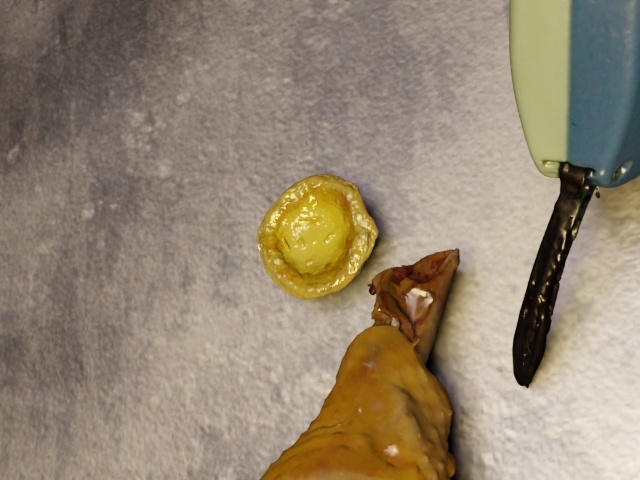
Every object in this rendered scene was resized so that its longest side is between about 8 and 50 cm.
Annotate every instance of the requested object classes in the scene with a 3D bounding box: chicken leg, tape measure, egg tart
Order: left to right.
[{"bbox_3d":[0.000,0.000,0.779,0.105,0.039,0.105,-11,66,25],"label":"egg tart"},{"bbox_3d":[0.066,0.189,0.621,0.295,0.182,0.410,4,57,21],"label":"chicken leg"},{"bbox_3d":[0.193,-0.089,0.657,0.097,0.215,0.352,15,123,31],"label":"tape measure"}]
